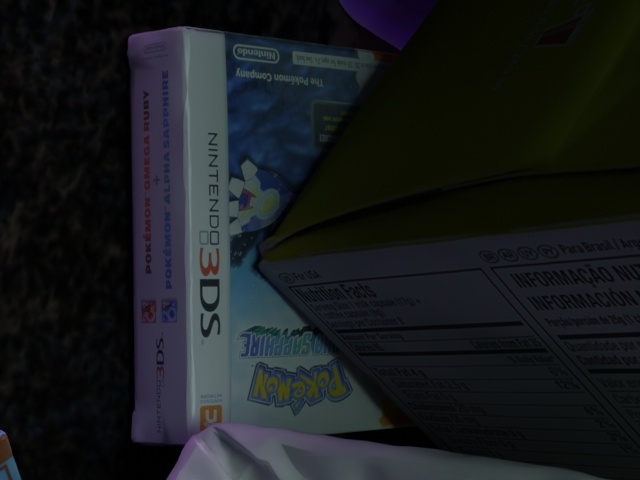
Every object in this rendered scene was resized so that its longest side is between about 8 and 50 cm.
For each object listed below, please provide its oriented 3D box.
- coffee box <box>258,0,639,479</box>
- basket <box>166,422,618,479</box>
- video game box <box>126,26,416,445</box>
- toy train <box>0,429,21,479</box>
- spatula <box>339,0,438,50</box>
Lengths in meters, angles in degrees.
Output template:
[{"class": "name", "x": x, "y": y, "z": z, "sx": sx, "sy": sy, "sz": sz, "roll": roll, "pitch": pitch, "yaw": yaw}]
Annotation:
[{"class": "coffee box", "x": 0.248, "y": -0.023, "z": 0.751, "sx": 0.334, "sy": 0.338, "sz": 0.337, "roll": 45, "pitch": 64, "yaw": -22}, {"class": "basket", "x": 0.066, "y": 0.284, "z": 0.660, "sx": 0.266, "sy": 0.331, "sz": 0.328, "roll": 55, "pitch": 51, "yaw": -45}, {"class": "video game box", "x": 0.000, "y": 0.000, "z": 0.821, "sx": 0.205, "sy": 0.048, "sz": 0.187, "roll": 0, "pitch": 90, "yaw": -44}, {"class": "toy train", "x": -0.190, "y": 0.108, "z": 0.613, "sx": 0.184, "sy": 0.080, "sz": 0.105, "roll": -34, "pitch": 116, "yaw": -40}, {"class": "spatula", "x": 0.076, "y": -0.241, "z": 0.915, "sx": 0.084, "sy": 0.030, "sz": 0.296, "roll": 27, "pitch": 68, "yaw": -27}]
